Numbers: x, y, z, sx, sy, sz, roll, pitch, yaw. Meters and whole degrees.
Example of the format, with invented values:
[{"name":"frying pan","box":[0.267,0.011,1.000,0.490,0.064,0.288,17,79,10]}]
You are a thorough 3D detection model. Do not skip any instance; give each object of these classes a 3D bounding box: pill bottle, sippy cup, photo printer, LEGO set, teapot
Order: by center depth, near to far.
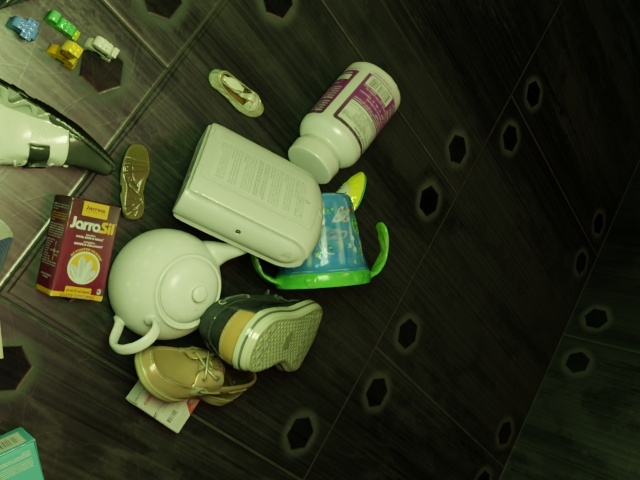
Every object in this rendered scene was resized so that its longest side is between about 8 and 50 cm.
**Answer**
[{"name":"LEGO set","box":[-0.467,-0.372,1.195,0.227,0.093,0.087,34,74,-41]},{"name":"teapot","box":[-0.301,0.101,1.370,0.253,0.187,0.255,8,93,-43]},{"name":"photo printer","box":[-0.135,-0.089,1.410,0.308,0.107,0.256,26,41,-18]},{"name":"sippy cup","box":[0.000,0.000,1.621,0.305,0.240,0.224,-1,88,-52]},{"name":"pill bottle","box":[0.055,-0.287,1.646,0.301,0.169,0.169,-52,128,-23]}]

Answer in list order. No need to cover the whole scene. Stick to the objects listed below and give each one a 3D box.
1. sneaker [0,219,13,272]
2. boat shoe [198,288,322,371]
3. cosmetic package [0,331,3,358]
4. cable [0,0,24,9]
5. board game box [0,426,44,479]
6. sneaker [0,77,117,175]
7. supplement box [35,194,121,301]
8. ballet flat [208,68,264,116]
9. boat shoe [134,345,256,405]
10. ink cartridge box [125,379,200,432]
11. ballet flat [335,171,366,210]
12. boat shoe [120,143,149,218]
[{"name":"sneaker","box":[-0.662,-0.021,1.059,0.315,0.182,0.127,36,72,-71]},{"name":"boat shoe","box":[-0.119,0.202,1.518,0.186,0.156,0.500,-67,162,1]},{"name":"cosmetic package","box":[-0.601,0.154,1.188,0.041,0.060,0.115,-9,102,-41]},{"name":"cable","box":[-0.548,-0.467,1.104,0.151,0.047,0.184,-29,88,-6]},{"name":"board game box","box":[-0.626,0.555,1.221,0.254,0.079,0.336,-20,111,-39]},{"name":"sneaker","box":[-0.524,-0.179,1.178,0.330,0.122,0.146,33,93,-42]},{"name":"supplement box","box":[-0.464,0.014,1.275,0.104,0.081,0.188,13,88,-43]},{"name":"ballet flat","box":[-0.180,-0.328,1.498,0.168,0.052,0.057,29,77,-42]},{"name":"boat shoe","box":[-0.261,0.277,1.430,0.341,0.110,0.121,33,32,-60]},{"name":"ink cartridge box","box":[-0.343,0.345,1.462,0.135,0.056,0.099,50,63,-36]},{"name":"ballet flat","box":[0.055,-0.081,1.752,0.077,0.077,0.230,20,86,-26]},{"name":"boat shoe","box":[-0.383,-0.119,1.359,0.056,0.048,0.153,1,90,-31]}]
